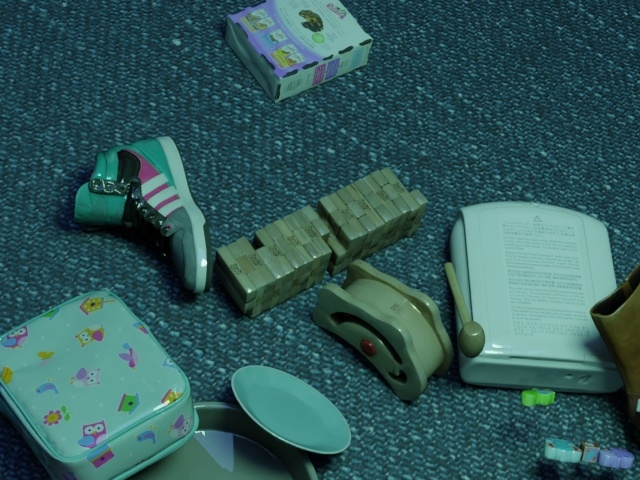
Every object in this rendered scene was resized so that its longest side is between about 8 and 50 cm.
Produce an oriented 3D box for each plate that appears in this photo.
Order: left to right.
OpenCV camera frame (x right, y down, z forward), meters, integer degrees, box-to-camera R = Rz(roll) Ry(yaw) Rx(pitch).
[{"bbox_3d":[-0.044,0.240,1.776,0.188,0.024,0.188,26,20,-10],"label":"plate"}]

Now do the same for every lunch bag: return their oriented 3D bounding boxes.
[{"bbox_3d":[-0.313,0.202,1.717,0.224,0.108,0.279,-31,46,-20],"label":"lunch bag"}]

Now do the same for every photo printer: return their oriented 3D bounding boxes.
[{"bbox_3d":[0.325,0.076,1.953,0.256,0.107,0.307,4,55,-8],"label":"photo printer"}]

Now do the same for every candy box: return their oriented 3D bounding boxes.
[{"bbox_3d":[-0.037,-0.344,2.200,0.196,0.070,0.165,-26,63,-24],"label":"candy box"}]

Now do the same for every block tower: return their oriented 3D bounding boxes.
[{"bbox_3d":[0.000,0.000,1.957,0.335,0.091,0.097,-25,64,-25],"label":"block tower"}]

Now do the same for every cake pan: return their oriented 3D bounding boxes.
[{"bbox_3d":[-0.145,0.357,1.707,0.293,0.054,0.293,5,55,-7],"label":"cake pan"}]

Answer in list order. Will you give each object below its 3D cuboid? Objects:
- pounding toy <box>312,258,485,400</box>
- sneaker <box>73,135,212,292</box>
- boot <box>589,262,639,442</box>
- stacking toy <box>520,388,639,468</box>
[{"bbox_3d":[0.133,0.121,1.875,0.269,0.154,0.155,29,54,33],"label":"pounding toy"},{"bbox_3d":[-0.274,-0.036,1.909,0.178,0.124,0.295,-8,50,-21],"label":"sneaker"},{"bbox_3d":[0.509,0.129,1.859,0.264,0.280,0.096,-35,27,-20],"label":"boot"},{"bbox_3d":[0.370,0.298,1.778,0.221,0.167,0.052,7,11,-5],"label":"stacking toy"}]
